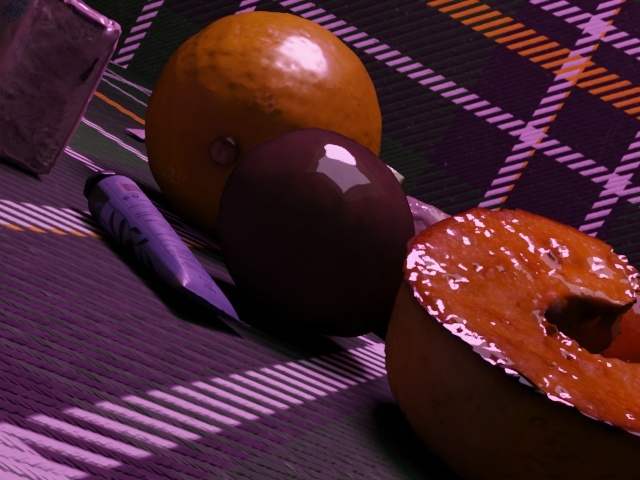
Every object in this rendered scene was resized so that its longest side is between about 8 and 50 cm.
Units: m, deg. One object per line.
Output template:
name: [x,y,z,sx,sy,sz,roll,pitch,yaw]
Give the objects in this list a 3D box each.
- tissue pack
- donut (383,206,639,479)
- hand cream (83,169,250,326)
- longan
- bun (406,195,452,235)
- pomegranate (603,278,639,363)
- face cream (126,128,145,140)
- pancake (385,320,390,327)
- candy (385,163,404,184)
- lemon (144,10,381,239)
tissue pack: [-0.356,-0.214,1.401,0.124,0.201,0.271,23,7,-33]
donut: [0.229,0.133,1.179,0.378,0.163,0.435,11,26,-25]
hand cream: [-0.168,0.004,1.198,0.271,0.058,0.091,41,0,43]
longan: [0.000,0.000,1.306,0.248,0.248,0.248,30,6,-3]
bun: [0.138,0.028,1.751,0.239,0.141,0.239,25,-10,5]
pomegranate: [0.355,0.157,1.503,0.264,0.264,0.264,30,6,-3]
face cream: [-0.336,-0.200,2.246,0.038,0.020,0.115,32,9,11]
pancake: [0.118,0.117,1.697,0.236,0.042,0.222,31,3,22]
candy: [0.033,-0.008,1.505,0.062,0.194,0.097,31,45,3]
lemon: [-0.080,-0.150,1.609,0.348,0.348,0.348,30,6,-3]
